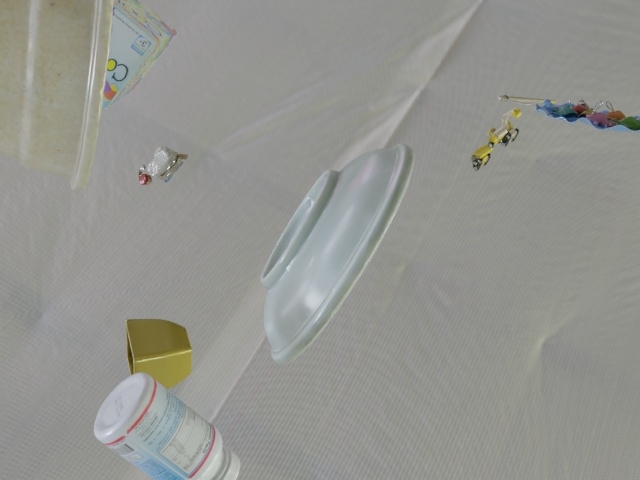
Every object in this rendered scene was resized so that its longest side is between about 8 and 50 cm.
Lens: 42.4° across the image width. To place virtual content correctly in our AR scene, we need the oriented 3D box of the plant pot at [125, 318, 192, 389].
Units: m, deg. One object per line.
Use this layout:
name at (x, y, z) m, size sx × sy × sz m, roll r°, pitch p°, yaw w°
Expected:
plant pot at (-0.222, 0.159, 1.145) m, size 0.083 × 0.081 × 0.081 m, roll -6°, pitch -141°, yaw -18°

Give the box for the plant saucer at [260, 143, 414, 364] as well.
plant saucer at (0.000, 0.000, 1.308) m, size 0.101 × 0.400 × 0.400 m, roll 32°, pitch -127°, yaw -8°

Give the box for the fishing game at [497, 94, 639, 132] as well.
fishing game at (0.401, -0.182, 1.176) m, size 0.189 × 0.041 × 0.264 m, roll -3°, pitch -159°, yaw -34°

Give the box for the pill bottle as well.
pill bottle at (-0.169, 0.227, 0.930) m, size 0.160 × 0.087 × 0.087 m, roll 46°, pitch -131°, yaw -25°

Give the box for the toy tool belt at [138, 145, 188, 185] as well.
toy tool belt at (-0.264, -0.121, 1.398) m, size 0.051 × 0.083 × 0.052 m, roll 10°, pitch -138°, yaw -55°

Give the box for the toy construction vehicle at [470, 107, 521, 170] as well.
toy construction vehicle at (0.289, -0.170, 1.368) m, size 0.086 × 0.098 × 0.035 m, roll -35°, pitch -108°, yaw -21°

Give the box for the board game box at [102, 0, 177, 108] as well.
board game box at (-0.358, -0.342, 1.416) m, size 0.144 × 0.142 × 0.275 m, roll 38°, pitch -168°, yaw -13°

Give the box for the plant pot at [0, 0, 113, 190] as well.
plant pot at (-0.375, -0.230, 0.810) m, size 0.306 × 0.333 × 0.333 m, roll 5°, pitch -127°, yaw -21°
